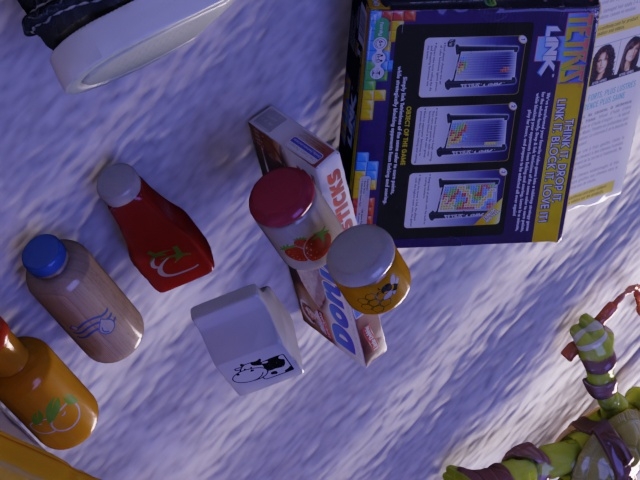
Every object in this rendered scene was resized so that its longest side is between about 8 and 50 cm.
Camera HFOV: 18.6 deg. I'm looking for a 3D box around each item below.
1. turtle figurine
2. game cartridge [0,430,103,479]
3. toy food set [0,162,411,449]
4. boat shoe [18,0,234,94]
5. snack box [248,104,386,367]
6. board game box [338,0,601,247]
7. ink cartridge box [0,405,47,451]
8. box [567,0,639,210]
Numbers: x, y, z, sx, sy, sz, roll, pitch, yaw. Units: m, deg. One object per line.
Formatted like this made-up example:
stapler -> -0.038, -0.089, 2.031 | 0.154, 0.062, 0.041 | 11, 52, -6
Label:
turtle figurine -> 0.204, 0.178, 1.517 | 0.217, 0.087, 0.269 | -32, 138, -24
game cartridge -> -0.265, 0.196, 0.950 | 0.324, 0.052, 0.285 | 26, 101, -16
toy food set -> -0.077, 0.018, 1.079 | 0.232, 0.111, 0.104 | -21, 141, 11
boat shoe -> -0.024, -0.177, 1.001 | 0.302, 0.091, 0.114 | -30, 180, -33
snack box -> 0.000, 0.000, 1.192 | 0.022, 0.064, 0.178 | -37, 139, -21
board game box -> 0.085, -0.078, 1.186 | 0.141, 0.048, 0.170 | -2, 125, -12
ink cartridge box -> -0.133, 0.223, 1.143 | 0.100, 0.172, 0.237 | -43, 140, -9
box -> 0.161, -0.132, 1.255 | 0.100, 0.060, 0.244 | -19, 131, -35
